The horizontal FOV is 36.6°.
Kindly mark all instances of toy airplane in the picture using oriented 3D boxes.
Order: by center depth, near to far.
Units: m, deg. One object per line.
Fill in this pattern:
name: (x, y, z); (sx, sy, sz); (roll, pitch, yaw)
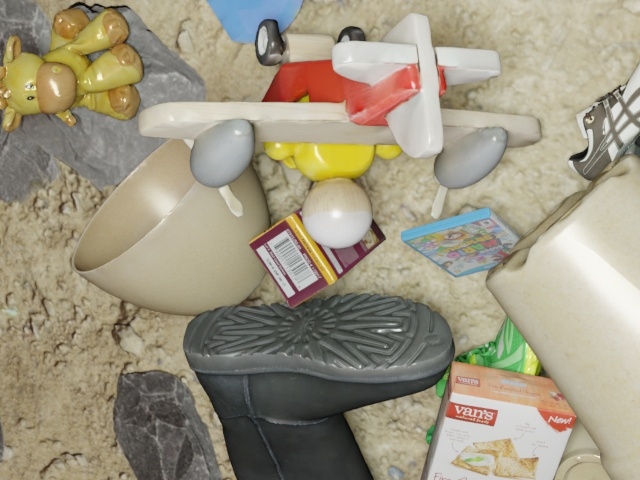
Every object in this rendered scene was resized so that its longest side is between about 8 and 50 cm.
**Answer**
toy airplane: (0.041, -0.121, 1.125); (0.386, 0.384, 0.273); (7, 99, 20)

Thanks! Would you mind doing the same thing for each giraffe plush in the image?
giraffe plush: (-0.383, -0.237, 1.393); (0.210, 0.170, 0.182); (-12, 102, 27)

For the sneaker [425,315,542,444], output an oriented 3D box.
sneaker: (0.220, 0.191, 1.303); (0.123, 0.109, 0.296); (24, 115, 11)

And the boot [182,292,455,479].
boot: (0.037, 0.290, 1.330); (0.366, 0.146, 0.445); (0, 124, 24)

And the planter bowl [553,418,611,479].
planter bowl: (0.366, 0.300, 1.275); (0.162, 0.109, 0.162); (7, 109, 21)

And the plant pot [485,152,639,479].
plant pot: (0.363, 0.085, 1.081); (0.305, 0.334, 0.334); (48, 119, 5)

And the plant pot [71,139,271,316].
plant pot: (-0.176, -0.004, 1.346); (0.284, 0.284, 0.191); (-31, 117, 29)

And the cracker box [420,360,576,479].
cracker box: (0.221, 0.273, 1.246); (0.155, 0.067, 0.232); (10, 123, 2)

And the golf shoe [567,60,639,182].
golf shoe: (0.355, -0.155, 1.149); (0.093, 0.077, 0.198); (21, 113, 17)

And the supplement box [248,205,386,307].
supplement box: (0.000, 0.000, 1.292); (0.080, 0.188, 0.104); (-32, 92, 30)

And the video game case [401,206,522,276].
video game case: (0.192, 0.006, 1.235); (0.119, 0.166, 0.015); (-17, 64, 27)

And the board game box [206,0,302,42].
board game box: (-0.094, -0.355, 1.308); (0.133, 0.033, 0.169); (-30, 98, 24)
